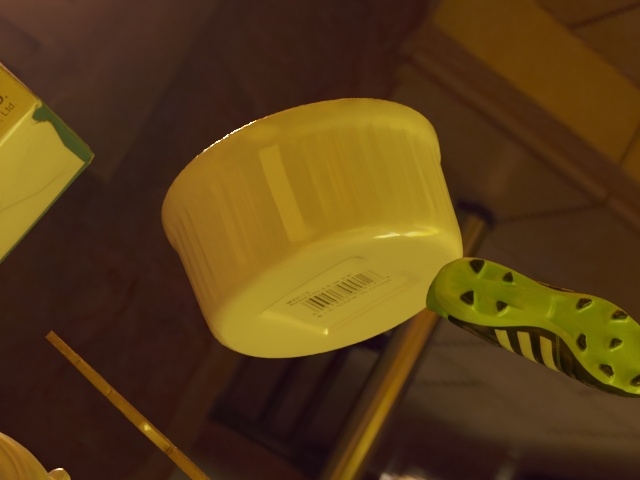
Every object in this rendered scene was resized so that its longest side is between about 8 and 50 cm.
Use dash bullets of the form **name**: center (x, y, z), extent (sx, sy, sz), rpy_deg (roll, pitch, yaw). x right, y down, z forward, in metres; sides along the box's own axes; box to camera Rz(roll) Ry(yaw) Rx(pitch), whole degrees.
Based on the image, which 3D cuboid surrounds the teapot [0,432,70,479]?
- **teapot**: center (-0.314, 0.293, 1.183), extent (0.252, 0.256, 0.187), rpy_deg (-125, 15, -46)

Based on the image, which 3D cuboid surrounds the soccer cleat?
- **soccer cleat**: center (0.160, 0.062, 1.016), extent (0.179, 0.060, 0.072), rpy_deg (25, 161, -7)

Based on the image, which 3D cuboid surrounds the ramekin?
- **ramekin**: center (0.000, 0.000, 1.346), extent (0.277, 0.277, 0.135), rpy_deg (68, -177, -65)

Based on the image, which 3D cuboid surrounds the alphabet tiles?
- **alphabet tiles**: center (-0.109, 0.153, 1.044), extent (0.198, 0.009, 0.237), rpy_deg (36, 168, 38)

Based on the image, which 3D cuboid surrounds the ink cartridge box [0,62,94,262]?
- **ink cartridge box**: center (-0.386, -0.093, 0.909), extent (0.395, 0.270, 0.151), rpy_deg (40, 173, 9)
